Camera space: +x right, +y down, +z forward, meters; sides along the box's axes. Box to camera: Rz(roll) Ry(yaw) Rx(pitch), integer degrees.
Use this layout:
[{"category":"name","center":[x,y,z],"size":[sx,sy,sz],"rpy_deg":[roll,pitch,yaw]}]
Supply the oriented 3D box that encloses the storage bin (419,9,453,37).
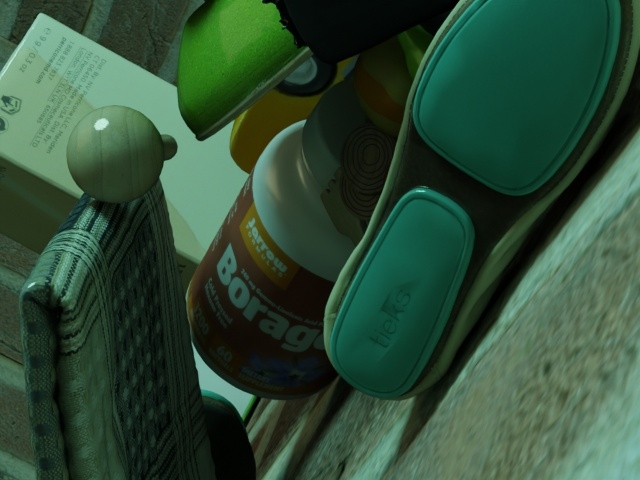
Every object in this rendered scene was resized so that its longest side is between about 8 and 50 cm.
[{"category":"storage bin","center":[0.089,-0.111,0.890],"size":[0.098,0.091,0.135],"rpy_deg":[-62,3,-11]}]

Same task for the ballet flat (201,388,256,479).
[{"category":"ballet flat","center":[-0.107,0.221,1.167],"size":[0.280,0.095,0.096],"rpy_deg":[108,176,-49]}]

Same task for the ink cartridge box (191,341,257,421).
[{"category":"ink cartridge box","center":[-0.099,0.089,1.700],"size":[0.198,0.114,0.273],"rpy_deg":[-62,4,-11]}]

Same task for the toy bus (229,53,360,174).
[{"category":"toy bus","center":[0.060,-0.161,1.034],"size":[0.333,0.130,0.108],"rpy_deg":[-45,21,39]}]

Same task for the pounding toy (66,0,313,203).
[{"category":"pounding toy","center":[-0.053,-0.138,0.887],"size":[0.237,0.110,0.183],"rpy_deg":[-39,8,13]}]

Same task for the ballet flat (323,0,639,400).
[{"category":"ballet flat","center":[0.073,-0.034,0.706],"size":[0.248,0.086,0.086],"rpy_deg":[-60,4,35]}]

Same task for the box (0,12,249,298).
[{"category":"box","center":[-0.111,-0.023,1.214],"size":[0.121,0.311,0.148],"rpy_deg":[-63,4,-26]}]

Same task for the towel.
[{"category":"towel","center":[-0.101,0.131,0.918],"size":[0.312,0.056,0.324],"rpy_deg":[-88,-8,-75]}]

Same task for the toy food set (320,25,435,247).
[{"category":"toy food set","center":[0.049,-0.044,0.818],"size":[0.192,0.038,0.132],"rpy_deg":[-59,47,40]}]

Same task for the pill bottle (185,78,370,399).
[{"category":"pill bottle","center":[0.000,0.000,1.017],"size":[0.216,0.121,0.121],"rpy_deg":[-58,5,47]}]

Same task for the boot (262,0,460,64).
[{"category":"boot","center":[0.085,-0.189,0.749],"size":[0.207,0.094,0.246],"rpy_deg":[-15,34,26]}]
